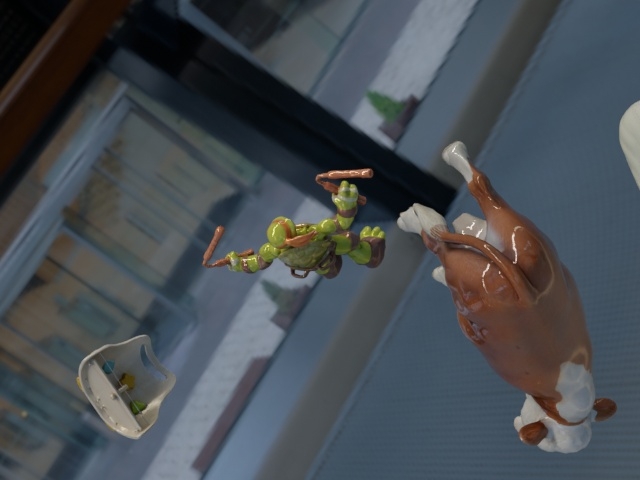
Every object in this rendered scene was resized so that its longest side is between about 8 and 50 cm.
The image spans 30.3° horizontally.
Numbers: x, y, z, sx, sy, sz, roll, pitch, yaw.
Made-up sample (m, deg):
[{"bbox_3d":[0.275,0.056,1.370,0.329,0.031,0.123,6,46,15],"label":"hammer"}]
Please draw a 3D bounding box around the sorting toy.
[{"bbox_3d":[-0.165,0.122,1.039,0.075,0.083,0.045,-37,7,-39],"label":"sorting toy"}]

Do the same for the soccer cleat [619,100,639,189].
[{"bbox_3d":[0.216,0.013,0.628,0.076,0.196,0.068,-36,0,-15],"label":"soccer cleat"}]

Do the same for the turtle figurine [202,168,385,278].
[{"bbox_3d":[0.000,0.000,1.540,0.270,0.217,0.087,-31,66,24],"label":"turtle figurine"}]

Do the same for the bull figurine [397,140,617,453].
[{"bbox_3d":[0.162,0.059,1.000,0.101,0.310,0.188,-32,54,-5],"label":"bull figurine"}]
